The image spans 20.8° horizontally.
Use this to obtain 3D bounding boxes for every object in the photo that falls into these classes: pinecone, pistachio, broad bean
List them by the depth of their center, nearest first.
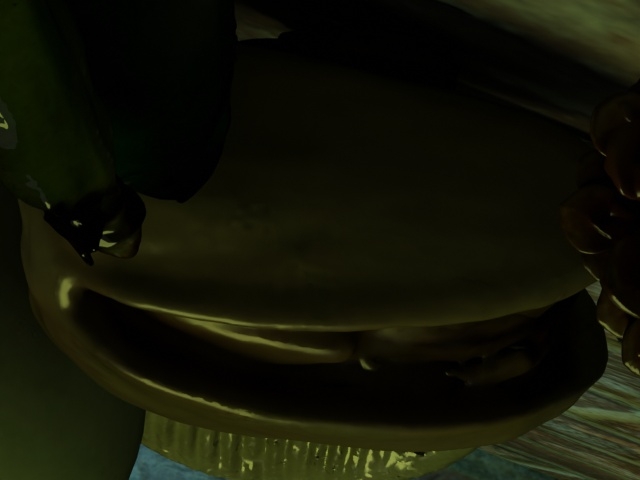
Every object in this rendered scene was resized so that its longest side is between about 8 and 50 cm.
[{"bbox_3d":[-0.073,-0.082,0.294,0.060,0.043,0.297,25,153,16],"label":"broad bean"},{"bbox_3d":[0.119,-0.012,0.449,0.102,0.102,0.109,21,144,-11],"label":"pinecone"},{"bbox_3d":[0.000,0.000,0.570,0.206,0.131,0.129,7,135,-7],"label":"pistachio"}]

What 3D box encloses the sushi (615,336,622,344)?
[{"bbox_3d":[0.364,0.116,0.852,0.339,0.069,0.320,12,161,42],"label":"sushi"}]

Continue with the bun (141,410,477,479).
[{"bbox_3d":[-0.012,0.022,0.800,0.231,0.133,0.231,8,148,5],"label":"bun"}]

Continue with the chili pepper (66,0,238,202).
[{"bbox_3d":[-0.128,-0.098,0.430,0.264,0.116,0.148,22,160,-21],"label":"chili pepper"}]

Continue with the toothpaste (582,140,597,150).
[{"bbox_3d":[0.060,-0.034,0.629,0.083,0.015,0.024,10,168,-3],"label":"toothpaste"}]

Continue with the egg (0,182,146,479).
[{"bbox_3d":[-0.168,0.018,0.648,0.253,0.186,0.186,54,165,-8],"label":"egg"}]

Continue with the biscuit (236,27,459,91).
[{"bbox_3d":[0.014,-0.060,0.599,0.082,0.016,0.092,15,168,-20],"label":"biscuit"}]
